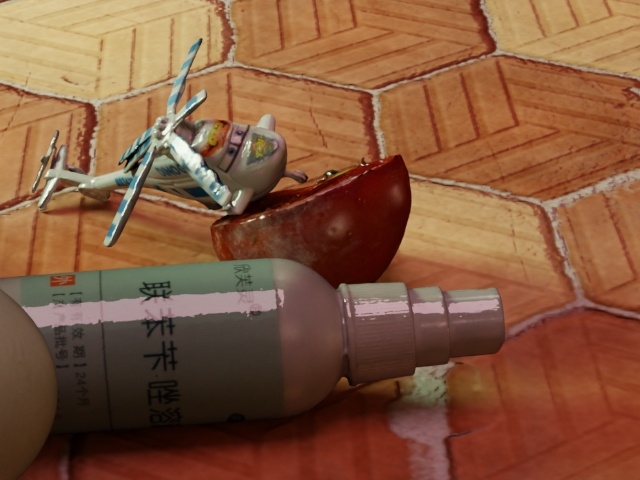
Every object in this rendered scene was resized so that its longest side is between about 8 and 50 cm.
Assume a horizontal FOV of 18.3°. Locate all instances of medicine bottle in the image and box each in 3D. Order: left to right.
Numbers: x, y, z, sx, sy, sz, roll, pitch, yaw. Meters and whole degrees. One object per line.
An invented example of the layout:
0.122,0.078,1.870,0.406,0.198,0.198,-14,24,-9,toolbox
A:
-0.052,0.068,1.348,0.352,0.110,0.110,-4,30,-5,medicine bottle

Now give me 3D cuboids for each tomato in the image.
0.000,0.000,1.488,0.159,0.091,0.139,-13,10,39,tomato

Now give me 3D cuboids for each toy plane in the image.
-0.121,-0.045,1.531,0.273,0.107,0.182,-30,39,41,toy plane

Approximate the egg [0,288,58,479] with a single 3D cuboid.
-0.345,0.095,1.197,0.371,0.230,0.230,1,30,-5,egg
